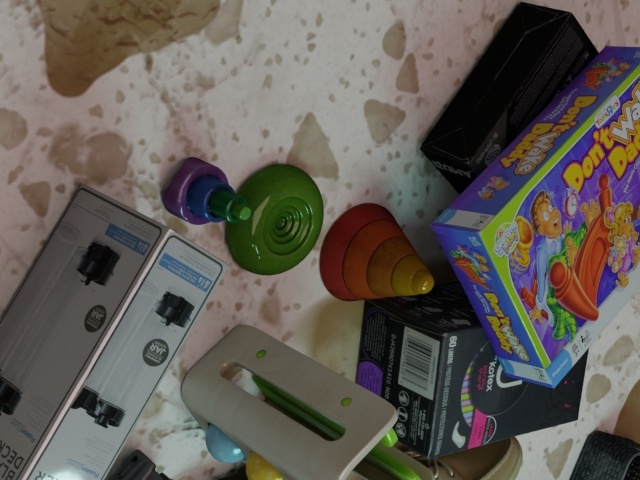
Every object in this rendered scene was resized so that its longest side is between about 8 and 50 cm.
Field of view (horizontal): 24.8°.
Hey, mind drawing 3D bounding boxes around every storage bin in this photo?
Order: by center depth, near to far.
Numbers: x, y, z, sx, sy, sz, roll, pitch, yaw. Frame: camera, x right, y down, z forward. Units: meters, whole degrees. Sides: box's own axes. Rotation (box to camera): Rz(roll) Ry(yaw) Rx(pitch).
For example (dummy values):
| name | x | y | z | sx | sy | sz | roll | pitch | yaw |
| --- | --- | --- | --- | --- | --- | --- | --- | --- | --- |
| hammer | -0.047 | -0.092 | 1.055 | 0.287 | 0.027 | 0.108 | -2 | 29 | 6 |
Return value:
| name | x | y | z | sx | sy | sz | roll | pitch | yaw |
| --- | --- | --- | --- | --- | --- | --- | --- | --- | --- |
| storage bin | 0.426 | 0.382 | 2.134 | 0.122 | 0.084 | 0.180 | 19 | 95 | -44 |

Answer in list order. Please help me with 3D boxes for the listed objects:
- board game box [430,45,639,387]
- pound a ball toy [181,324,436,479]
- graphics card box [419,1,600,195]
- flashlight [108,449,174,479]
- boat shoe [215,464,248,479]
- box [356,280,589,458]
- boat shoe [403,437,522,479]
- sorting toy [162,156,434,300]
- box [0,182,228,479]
| name | x | y | z | sx | sy | sz | roll | pitch | yaw |
| --- | --- | --- | --- | --- | --- | --- | --- | --- | --- |
| board game box | 0.303 | -0.032 | 1.702 | 0.347 | 0.078 | 0.233 | -45 | 123 | -26 |
| pound a ball toy | 0.006 | 0.247 | 1.555 | 0.136 | 0.319 | 0.208 | -44 | 131 | -18 |
| graphics card box | 0.300 | -0.093 | 1.826 | 0.232 | 0.094 | 0.371 | -55 | 134 | -10 |
| flashlight | -0.251 | 0.372 | 1.529 | 0.304 | 0.103 | 0.103 | -47 | 113 | -12 |
| boat shoe | -0.094 | 0.296 | 1.671 | 0.152 | 0.056 | 0.049 | -23 | 116 | -33 |
| box | 0.192 | 0.148 | 1.796 | 0.270 | 0.143 | 0.165 | -8 | 112 | -39 |
| boat shoe | 0.132 | 0.316 | 1.842 | 0.302 | 0.109 | 0.098 | -31 | 126 | -21 |
| sorting toy | 0.000 | 0.000 | 1.585 | 0.365 | 0.126 | 0.127 | 21 | 93 | -44 |
| box | -0.232 | 0.106 | 1.398 | 0.087 | 0.169 | 0.290 | 34 | 85 | -43 |
